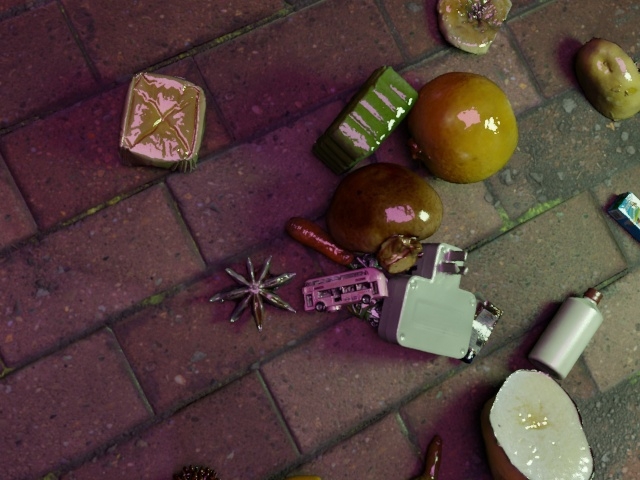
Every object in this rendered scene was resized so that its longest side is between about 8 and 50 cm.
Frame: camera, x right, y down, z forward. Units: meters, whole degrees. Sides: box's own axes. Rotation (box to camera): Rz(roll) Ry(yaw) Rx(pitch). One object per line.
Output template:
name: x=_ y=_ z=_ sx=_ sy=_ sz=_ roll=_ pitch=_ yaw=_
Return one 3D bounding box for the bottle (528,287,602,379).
bottle: x=0.631 y=0.225 z=1.675 sx=0.104 sy=0.104 sz=0.245 roll=38 pitch=79 yaw=-4

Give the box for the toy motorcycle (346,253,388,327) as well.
toy motorcycle: x=0.111 y=0.120 z=1.616 sx=0.106 sy=0.074 sz=0.190 roll=-5 pitch=85 yaw=-2

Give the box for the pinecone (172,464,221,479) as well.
pinecone: x=-0.279 y=0.557 z=1.491 sx=0.109 sy=0.102 sz=0.102 roll=7 pitch=83 yaw=-20

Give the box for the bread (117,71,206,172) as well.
bread: x=-0.366 y=-0.269 z=1.548 sx=0.192 sy=0.110 sz=0.210 roll=6 pitch=84 yaw=-16

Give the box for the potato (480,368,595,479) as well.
potato: x=0.495 y=0.483 z=1.595 sx=0.246 sy=0.196 sz=0.300 roll=-1 pitch=56 yaw=-12

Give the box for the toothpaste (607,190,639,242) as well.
toothpaste: x=0.887 y=-0.017 z=1.770 sx=0.266 sy=0.050 sz=0.065 roll=42 pitch=76 yaw=-4

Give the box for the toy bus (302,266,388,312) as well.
toy bus: x=0.057 y=0.119 z=1.564 sx=0.203 sy=0.063 sz=0.090 roll=-13 pitch=77 yaw=17

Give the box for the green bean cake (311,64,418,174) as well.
green bean cake: x=0.103 y=-0.284 z=1.574 sx=0.125 sy=0.222 sz=0.248 roll=43 pitch=75 yaw=-6

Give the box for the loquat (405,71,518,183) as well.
loquat: x=0.328 y=-0.267 z=1.592 sx=0.274 sy=0.275 sz=0.275 roll=1 pitch=84 yaw=-10

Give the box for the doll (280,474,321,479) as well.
doll: x=-0.042 y=0.652 z=1.487 sx=0.213 sy=0.213 sz=0.236 roll=-28 pitch=132 yaw=-11

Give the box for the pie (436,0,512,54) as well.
pie: x=0.393 y=-0.594 z=1.742 sx=0.185 sy=0.052 sz=0.218 roll=26 pitch=78 yaw=-1

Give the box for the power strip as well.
power strip: x=0.280 y=0.138 z=1.581 sx=0.229 sy=0.141 sz=0.261 roll=17 pitch=81 yaw=-29

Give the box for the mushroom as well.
mushroom: x=0.149 y=-0.059 z=1.535 sx=0.263 sy=0.195 sz=0.283 roll=-23 pitch=65 yaw=-9

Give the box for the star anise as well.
star anise: x=-0.150 y=0.125 z=1.569 sx=0.204 sy=0.061 sz=0.181 roll=-36 pitch=92 yaw=-11

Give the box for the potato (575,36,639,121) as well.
potato: x=0.765 y=-0.419 z=1.747 sx=0.098 sy=0.138 sz=0.243 roll=-39 pitch=89 yaw=-7

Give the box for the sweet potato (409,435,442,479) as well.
sweet potato: x=0.239 y=0.597 z=1.586 sx=0.074 sy=0.075 sz=0.270 roll=32 pitch=76 yaw=-5

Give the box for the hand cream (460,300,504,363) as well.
hand cream: x=0.400 y=0.233 z=1.671 sx=0.062 sy=0.039 sz=0.163 roll=35 pitch=74 yaw=-3

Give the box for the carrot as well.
carrot: x=0.000 y=0.000 z=1.595 sx=0.186 sy=0.060 sz=0.060 roll=29 pitch=80 yaw=8
